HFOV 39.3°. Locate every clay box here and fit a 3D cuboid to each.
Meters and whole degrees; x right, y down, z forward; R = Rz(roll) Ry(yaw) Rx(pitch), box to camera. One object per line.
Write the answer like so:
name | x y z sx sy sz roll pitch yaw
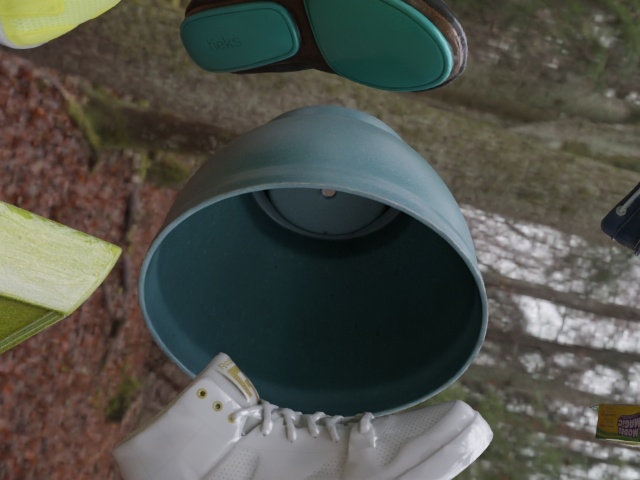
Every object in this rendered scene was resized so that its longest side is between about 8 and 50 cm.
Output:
clay box | 0.445 0.242 1.127 0.222 0.128 0.053 142 -40 -73

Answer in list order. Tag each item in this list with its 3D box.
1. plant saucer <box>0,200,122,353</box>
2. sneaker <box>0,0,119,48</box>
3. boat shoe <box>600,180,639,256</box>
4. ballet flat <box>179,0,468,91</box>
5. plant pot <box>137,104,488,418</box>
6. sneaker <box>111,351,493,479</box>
plant saucer | -0.252 0.038 0.560 0.188 0.188 0.045 -28 -120 23
sneaker | -0.023 -0.210 0.414 0.385 0.147 0.145 -37 173 18
boat shoe | 0.342 -0.095 0.781 0.254 0.079 0.095 -58 157 6
ballet flat | 0.007 -0.176 0.682 0.096 0.281 0.095 -45 132 -32
plant pot | 0.000 0.000 0.821 0.196 0.293 0.293 -83 -170 -47
sneaker | -0.025 0.156 0.715 0.169 0.293 0.108 64 2 5
